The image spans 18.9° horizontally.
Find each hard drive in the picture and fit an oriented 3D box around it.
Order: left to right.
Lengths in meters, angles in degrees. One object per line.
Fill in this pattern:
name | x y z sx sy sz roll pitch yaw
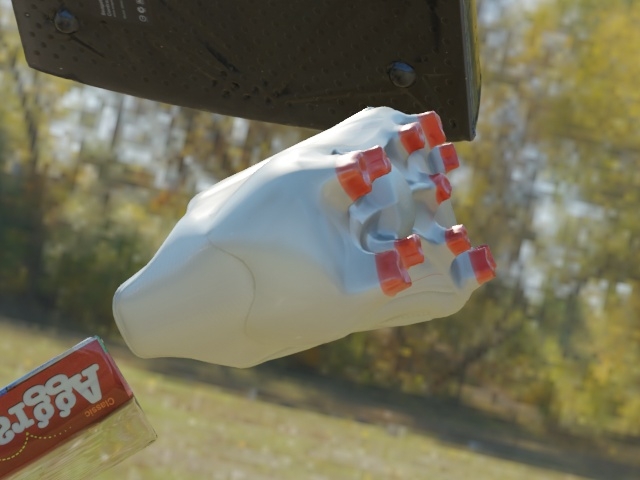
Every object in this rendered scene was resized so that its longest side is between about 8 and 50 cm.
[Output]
hard drive | -0.042 -0.141 0.943 0.254 0.054 0.172 11 -47 22

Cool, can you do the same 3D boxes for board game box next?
board game box | -0.133 0.096 0.734 0.145 0.027 0.281 -32 -6 -7

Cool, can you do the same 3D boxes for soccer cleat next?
soccer cleat | 0.000 0.000 0.559 0.076 0.068 0.196 -20 -2 15
